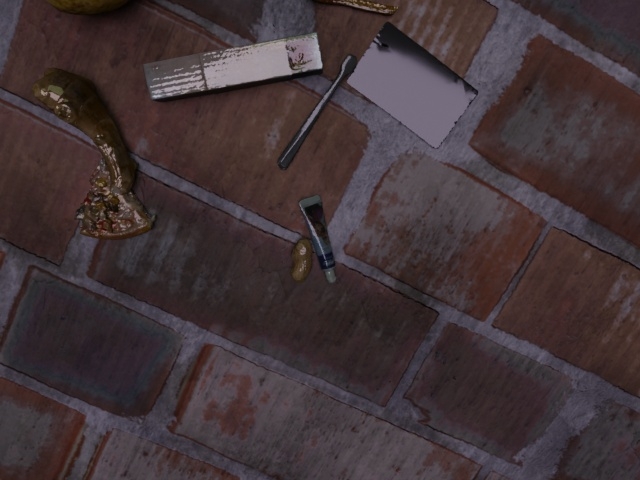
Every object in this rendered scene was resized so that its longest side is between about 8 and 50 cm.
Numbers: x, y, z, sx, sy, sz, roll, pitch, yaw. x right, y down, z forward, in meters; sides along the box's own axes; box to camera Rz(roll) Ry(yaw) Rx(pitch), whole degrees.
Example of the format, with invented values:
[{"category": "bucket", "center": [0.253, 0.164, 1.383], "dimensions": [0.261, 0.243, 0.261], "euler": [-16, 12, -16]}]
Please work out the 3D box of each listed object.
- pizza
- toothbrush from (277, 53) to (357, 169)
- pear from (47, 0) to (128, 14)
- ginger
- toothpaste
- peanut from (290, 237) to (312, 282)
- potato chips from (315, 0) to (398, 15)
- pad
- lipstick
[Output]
[{"category": "pizza", "center": [-0.488, -0.096, 0.987], "dimensions": [0.185, 0.052, 0.195], "euler": [-6, 101, -3]}, {"category": "toothbrush", "center": [-0.011, -0.287, 0.965], "dimensions": [0.030, 0.030, 0.297], "euler": [32, 101, -16]}, {"category": "pear", "center": [-0.461, -0.572, 0.801], "dimensions": [0.271, 0.271, 0.271], "euler": [0, 102, -1]}, {"category": "ginger", "center": [-0.495, -0.236, 0.920], "dimensions": [0.086, 0.131, 0.294], "euler": [-21, 105, 23]}, {"category": "toothpaste", "center": [0.000, 0.000, 1.020], "dimensions": [0.062, 0.037, 0.216], "euler": [-22, 104, -33]}, {"category": "peanut", "center": [-0.046, 0.049, 1.026], "dimensions": [0.054, 0.054, 0.113], "euler": [6, 103, -2]}, {"category": "potato chips", "center": [0.066, -0.513, 0.916], "dimensions": [0.204, 0.037, 0.026], "euler": [8, 112, -8]}, {"category": "pad", "center": [0.209, -0.349, 0.966], "dimensions": [0.265, 0.009, 0.159], "euler": [35, 100, -6]}, {"category": "lipstick", "center": [-0.184, -0.370, 0.918], "dimensions": [0.371, 0.076, 0.080], "euler": [-9, 104, 1]}]
